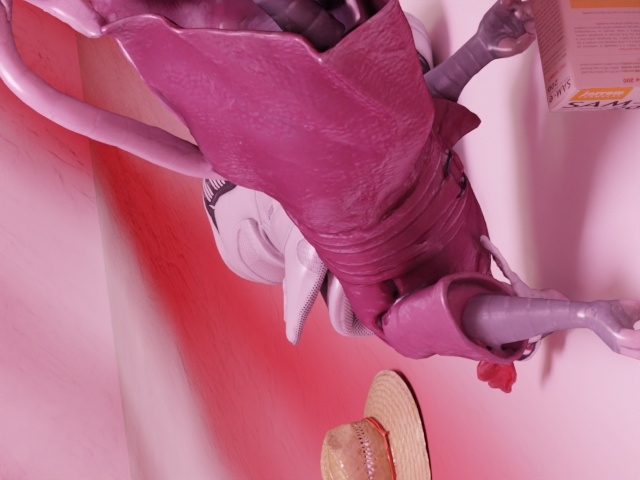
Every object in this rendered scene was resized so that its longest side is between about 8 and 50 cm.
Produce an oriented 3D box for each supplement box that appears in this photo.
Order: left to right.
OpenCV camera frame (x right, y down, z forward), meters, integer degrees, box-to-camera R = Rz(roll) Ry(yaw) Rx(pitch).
[{"bbox_3d":[0.141,-0.116,0.782,0.036,0.062,0.098,136,130,-69],"label":"supplement box"}]

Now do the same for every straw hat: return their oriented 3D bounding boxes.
[{"bbox_3d":[0.033,0.176,1.236,0.144,0.061,0.144,175,90,-71],"label":"straw hat"}]

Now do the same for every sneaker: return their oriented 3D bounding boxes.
[{"bbox_3d":[0.000,0.000,1.185,0.366,0.137,0.210,120,146,-59],"label":"sneaker"}]

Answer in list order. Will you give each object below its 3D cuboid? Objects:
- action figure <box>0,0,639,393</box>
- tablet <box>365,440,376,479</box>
[{"bbox_3d":[0.020,-0.023,0.852,0.370,0.276,0.248,57,-165,-37],"label":"action figure"},{"bbox_3d":[0.050,0.185,1.300,0.083,0.006,0.054,179,87,-75],"label":"tablet"}]
